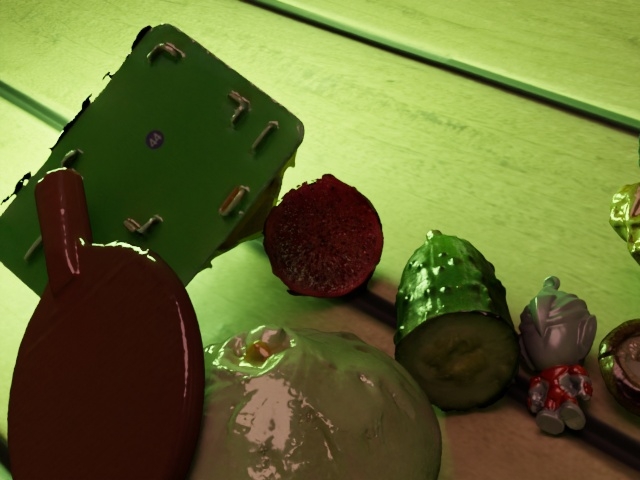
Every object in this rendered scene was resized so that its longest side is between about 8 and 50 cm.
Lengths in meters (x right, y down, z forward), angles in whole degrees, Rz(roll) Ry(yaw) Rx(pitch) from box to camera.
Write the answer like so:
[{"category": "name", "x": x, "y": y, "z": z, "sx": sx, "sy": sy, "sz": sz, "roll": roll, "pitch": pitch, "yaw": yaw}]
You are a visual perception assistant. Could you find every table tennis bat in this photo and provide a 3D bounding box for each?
[{"category": "table tennis bat", "x": -0.224, "y": 0.100, "z": 1.001, "sx": 0.268, "sy": 0.051, "sz": 0.415, "roll": -40, "pitch": 51, "yaw": 26}]

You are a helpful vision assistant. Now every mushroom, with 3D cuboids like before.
[{"category": "mushroom", "x": 0.336, "y": 0.129, "z": 1.046, "sx": 0.123, "sy": 0.052, "sz": 0.123, "roll": -1, "pitch": 43, "yaw": 1}]

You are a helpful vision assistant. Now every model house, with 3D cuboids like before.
[{"category": "model house", "x": -0.168, "y": -0.019, "z": 1.266, "sx": 0.242, "sy": 0.313, "sz": 0.358, "roll": 36, "pitch": 87, "yaw": 20}]

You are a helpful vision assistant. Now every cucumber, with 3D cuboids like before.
[{"category": "cucumber", "x": 0.139, "y": 0.063, "z": 1.140, "sx": 0.134, "sy": 0.134, "sz": 0.244, "roll": -10, "pitch": 34, "yaw": 6}]

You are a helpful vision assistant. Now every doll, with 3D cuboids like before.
[{"category": "doll", "x": 0.244, "y": 0.116, "z": 1.083, "sx": 0.094, "sy": 0.079, "sz": 0.180, "roll": -22, "pitch": 46, "yaw": 32}]

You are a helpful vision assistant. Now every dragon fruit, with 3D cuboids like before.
[{"category": "dragon fruit", "x": 0.000, "y": 0.000, "z": 1.289, "sx": 0.153, "sy": 0.153, "sz": 0.111, "roll": -21, "pitch": 5, "yaw": -7}]

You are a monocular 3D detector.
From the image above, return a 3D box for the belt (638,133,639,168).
[{"category": "belt", "x": 0.439, "y": -0.061, "z": 1.124, "sx": 0.116, "sy": 0.206, "sz": 0.267, "roll": -17, "pitch": 23, "yaw": -6}]

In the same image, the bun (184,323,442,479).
[{"category": "bun", "x": -0.022, "y": 0.160, "z": 0.975, "sx": 0.283, "sy": 0.179, "sz": 0.283, "roll": 2, "pitch": 18, "yaw": -1}]

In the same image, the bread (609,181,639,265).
[{"category": "bread", "x": 0.385, "y": 0.072, "z": 1.017, "sx": 0.077, "sy": 0.084, "sz": 0.367, "roll": -36, "pitch": 43, "yaw": 14}]
